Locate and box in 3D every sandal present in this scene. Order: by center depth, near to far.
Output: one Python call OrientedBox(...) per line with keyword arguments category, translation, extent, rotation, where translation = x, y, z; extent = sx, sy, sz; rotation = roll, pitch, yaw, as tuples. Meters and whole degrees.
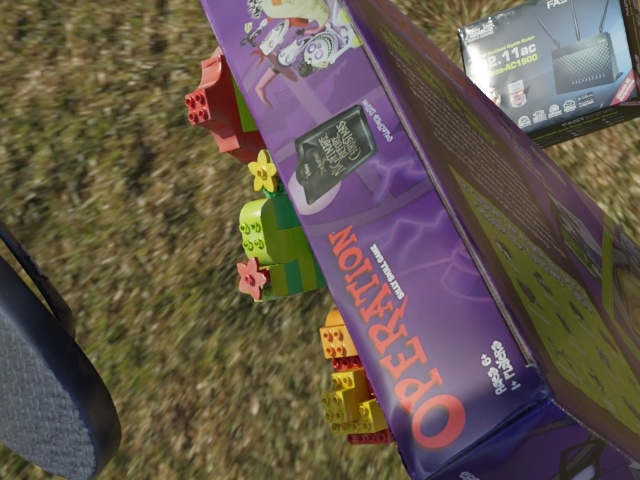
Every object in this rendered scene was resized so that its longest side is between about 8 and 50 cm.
OrientedBox(category="sandal", translation=(-0.177, 0.007, 0.756), extent=(0.254, 0.054, 0.097), rotation=(48, 142, 13))

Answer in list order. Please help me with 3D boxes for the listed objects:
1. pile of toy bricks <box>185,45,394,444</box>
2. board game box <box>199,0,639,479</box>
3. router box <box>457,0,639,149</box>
OrientedBox(category="pile of toy bricks", translation=(0.000, 0.000, 0.737), extent=(0.118, 0.105, 0.212), rotation=(-12, 91, 48))
OrientedBox(category="board game box", translation=(0.101, 0.044, 0.549), extent=(0.056, 0.347, 0.208), rotation=(-34, 50, 18))
OrientedBox(category="router box", translation=(0.156, -0.115, 1.024), extent=(0.122, 0.038, 0.092), rotation=(-18, 69, 30))
